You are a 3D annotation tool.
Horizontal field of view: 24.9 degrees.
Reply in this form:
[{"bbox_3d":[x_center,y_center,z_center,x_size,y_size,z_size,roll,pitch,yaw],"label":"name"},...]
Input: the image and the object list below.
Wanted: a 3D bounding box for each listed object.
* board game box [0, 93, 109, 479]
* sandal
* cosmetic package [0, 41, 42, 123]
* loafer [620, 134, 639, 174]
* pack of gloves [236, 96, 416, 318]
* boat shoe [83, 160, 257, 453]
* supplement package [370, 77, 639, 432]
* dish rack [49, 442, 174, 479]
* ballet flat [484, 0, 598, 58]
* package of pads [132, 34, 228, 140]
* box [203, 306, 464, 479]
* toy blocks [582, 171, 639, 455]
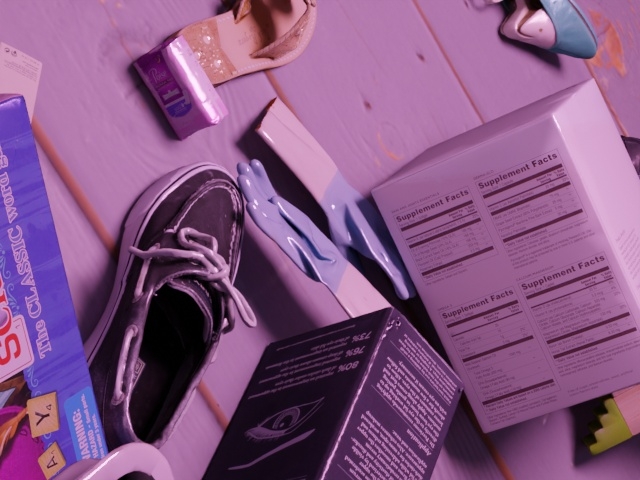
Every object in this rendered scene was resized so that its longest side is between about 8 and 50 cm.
[{"bbox_3d":[-0.282,0.101,0.906,0.318,0.066,0.319,-32,117,-48],"label":"board game box"},{"bbox_3d":[-0.045,-0.205,1.348,0.240,0.079,0.088,-38,103,-48],"label":"sandal"},{"bbox_3d":[-0.250,-0.085,1.093,0.041,0.060,0.115,27,55,-37],"label":"cosmetic package"},{"bbox_3d":[0.346,-0.019,1.711,0.078,0.076,0.223,9,72,-3],"label":"loafer"},{"bbox_3d":[0.000,0.000,1.328,0.232,0.046,0.195,48,27,-14],"label":"pack of gloves"},{"bbox_3d":[-0.113,0.046,1.151,0.113,0.105,0.306,49,45,-22],"label":"boat shoe"},{"bbox_3d":[0.215,0.011,1.423,0.263,0.198,0.199,65,26,-6],"label":"supplement package"},{"bbox_3d":[-0.201,0.310,0.919,0.333,0.072,0.285,-40,130,-48],"label":"dish rack"},{"bbox_3d":[0.228,-0.288,1.692,0.087,0.083,0.247,-47,112,-20],"label":"ballet flat"},{"bbox_3d":[-0.120,-0.132,1.259,0.083,0.050,0.032,59,42,-12],"label":"package of pads"},{"bbox_3d":[0.005,0.175,1.193,0.108,0.153,0.207,48,46,-24],"label":"box"},{"bbox_3d":[0.400,0.026,1.578,0.261,0.381,0.191,62,4,-4],"label":"toy blocks"}]
